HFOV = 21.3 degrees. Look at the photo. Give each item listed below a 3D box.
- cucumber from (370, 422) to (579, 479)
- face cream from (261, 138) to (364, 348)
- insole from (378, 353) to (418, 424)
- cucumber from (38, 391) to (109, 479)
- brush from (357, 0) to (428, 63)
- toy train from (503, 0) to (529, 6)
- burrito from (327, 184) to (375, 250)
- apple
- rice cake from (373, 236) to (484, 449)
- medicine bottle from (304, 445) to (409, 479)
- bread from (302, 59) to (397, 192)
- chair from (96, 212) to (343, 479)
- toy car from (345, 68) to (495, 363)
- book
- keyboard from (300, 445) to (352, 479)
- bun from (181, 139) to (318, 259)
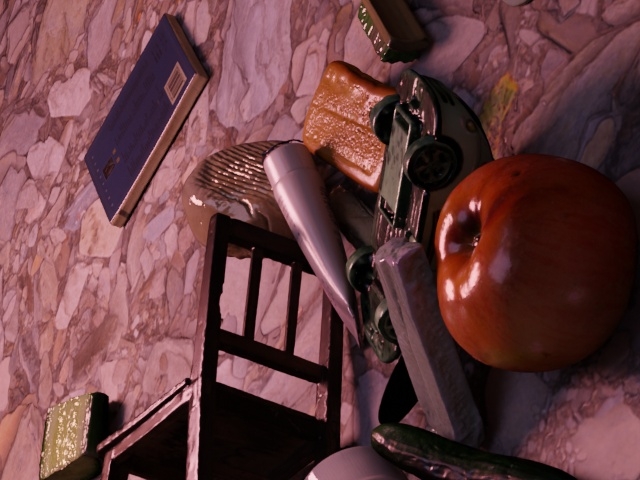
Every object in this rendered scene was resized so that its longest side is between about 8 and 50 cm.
[{"bbox_3d":[0.153,0.220,1.605,0.284,0.056,0.056,13,86,45],"label":"cucumber"},{"bbox_3d":[0.000,0.000,1.903,0.058,0.092,0.243,-22,63,-1],"label":"face cream"},{"bbox_3d":[0.119,0.092,1.728,0.003,0.080,0.232,38,105,35],"label":"insole"},{"bbox_3d":[-0.327,0.271,2.328,0.116,0.062,0.115,-22,59,42],"label":"cucumber"},{"bbox_3d":[0.060,-0.297,2.027,0.282,0.054,0.048,-113,31,-47],"label":"brush"},{"bbox_3d":[0.208,-0.453,1.845,0.086,0.088,0.407,-16,63,52],"label":"toy train"},{"bbox_3d":[0.049,-0.011,1.918,0.045,0.041,0.185,-28,35,-8],"label":"burrito"},{"bbox_3d":[0.193,0.021,1.565,0.209,0.164,0.209,-35,45,46],"label":"apple"},{"bbox_3d":[0.105,0.101,1.657,0.085,0.040,0.226,33,145,64],"label":"rice cake"},{"bbox_3d":[0.070,0.310,1.634,0.139,0.139,0.237,-61,35,18],"label":"medicine bottle"},{"bbox_3d":[0.056,-0.125,1.925,0.200,0.077,0.116,35,103,55],"label":"bread"},{"bbox_3d":[-0.113,0.217,1.885,0.240,0.203,0.416,-43,35,43],"label":"chair"},{"bbox_3d":[0.112,-0.021,1.747,0.136,0.125,0.306,-121,34,-61],"label":"toy car"},{"bbox_3d":[-0.258,-0.176,2.475,0.269,0.025,0.191,-58,34,21],"label":"book"},{"bbox_3d":[0.025,0.369,1.785,0.101,0.018,0.309,-44,42,39],"label":"keyboard"},{"bbox_3d":[-0.078,-0.039,2.047,0.173,0.167,0.113,-117,10,-57],"label":"bun"}]
